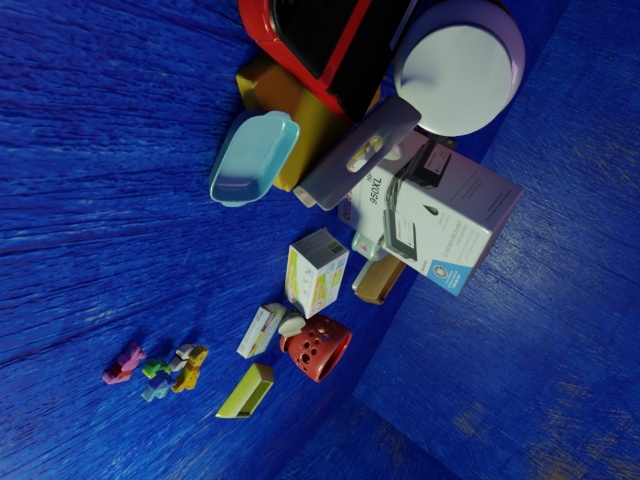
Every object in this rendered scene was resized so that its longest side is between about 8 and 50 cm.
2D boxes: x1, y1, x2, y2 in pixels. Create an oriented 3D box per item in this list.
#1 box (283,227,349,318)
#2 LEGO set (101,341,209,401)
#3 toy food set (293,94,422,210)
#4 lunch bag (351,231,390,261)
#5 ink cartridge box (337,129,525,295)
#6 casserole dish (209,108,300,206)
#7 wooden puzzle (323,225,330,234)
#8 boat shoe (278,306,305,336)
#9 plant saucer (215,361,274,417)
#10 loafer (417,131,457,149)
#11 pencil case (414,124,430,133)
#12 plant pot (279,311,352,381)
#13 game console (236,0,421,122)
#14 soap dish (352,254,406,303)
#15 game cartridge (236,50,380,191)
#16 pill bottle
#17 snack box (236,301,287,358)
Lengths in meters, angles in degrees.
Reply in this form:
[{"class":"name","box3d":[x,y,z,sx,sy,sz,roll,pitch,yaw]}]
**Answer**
[{"class":"box","box3d":[-0.016,0.089,1.160,0.114,0.103,0.203,-29,147,-33]},{"class":"LEGO set","box3d":[-0.271,0.226,0.828,0.093,0.087,0.227,-58,161,2]},{"class":"toy food set","box3d":[0.059,-0.143,0.846,0.220,0.092,0.306,-45,-173,-2]},{"class":"lunch bag","box3d":[0.225,-0.060,1.509,0.279,0.108,0.224,-21,136,-59]},{"class":"ink cartridge box","box3d":[0.240,-0.088,1.101,0.166,0.395,0.285,-44,156,-26]},{"class":"casserole dish","box3d":[-0.108,-0.131,0.687,0.114,0.037,0.188,-5,142,-44]},{"class":"wooden puzzle","box3d":[0.000,0.000,1.222,0.079,0.014,0.116,-57,160,-14]},{"class":"boat shoe","box3d":[-0.086,0.222,1.237,0.075,0.065,0.206,-15,161,-9]},{"class":"plant saucer","box3d":[-0.215,0.474,1.368,0.188,0.045,0.188,-53,160,-11]},{"class":"loafer","box3d":[0.376,-0.353,1.492,0.109,0.095,0.302,-33,166,26]},{"class":"pencil case","box3d":[0.328,-0.412,1.269,0.098,0.095,0.209,19,101,-53]},{"class":"plant pot","box3d":[-0.019,0.320,1.406,0.191,0.174,0.191,-46,156,-28]},{"class":"game console","box3d":[0.061,-0.402,0.637,0.387,0.060,0.342,-63,153,4]},{"class":"soap dish","box3d":[0.261,0.129,1.849,0.291,0.118,0.229,-57,159,-5]},{"class":"game cartridge","box3d":[0.001,-0.272,0.792,0.324,0.052,0.285,-47,157,-19]},{"class":"pill bottle","box3d":[0.269,-0.353,0.867,0.408,0.229,0.229,-62,171,-54]},{"class":"snack box","box3d":[-0.154,0.236,1.175,0.141,0.037,0.100,-61,161,9]}]
